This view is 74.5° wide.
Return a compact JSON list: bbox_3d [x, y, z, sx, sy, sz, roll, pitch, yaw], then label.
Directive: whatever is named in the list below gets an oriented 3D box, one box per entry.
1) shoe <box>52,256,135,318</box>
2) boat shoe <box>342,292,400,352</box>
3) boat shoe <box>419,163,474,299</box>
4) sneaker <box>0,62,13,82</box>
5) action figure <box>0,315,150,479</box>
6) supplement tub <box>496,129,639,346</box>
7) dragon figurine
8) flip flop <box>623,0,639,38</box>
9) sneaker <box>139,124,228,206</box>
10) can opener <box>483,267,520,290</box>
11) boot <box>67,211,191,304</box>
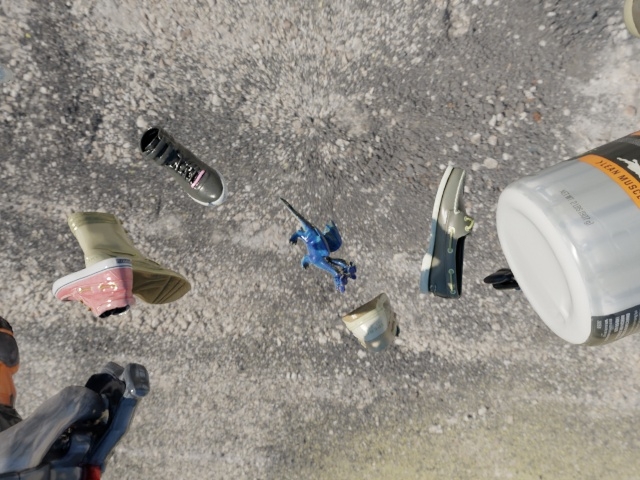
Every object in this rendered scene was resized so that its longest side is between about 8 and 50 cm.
[{"bbox_3d":[-0.371,0.091,0.686,0.178,0.064,0.081,-21,76,26],"label":"shoe"},{"bbox_3d":[0.118,0.180,0.908,0.109,0.302,0.098,-33,79,5],"label":"boat shoe"},{"bbox_3d":[0.299,-0.016,0.954,0.091,0.109,0.304,13,99,28],"label":"boat shoe"},{"bbox_3d":[-0.768,-0.333,0.846,0.241,0.091,0.126,12,105,-26],"label":"sneaker"},{"bbox_3d":[-0.333,0.218,0.373,0.330,0.179,0.341,30,91,29],"label":"action figure"},{"bbox_3d":[0.374,-0.029,0.440,0.317,0.193,0.193,-22,104,5],"label":"supplement tub"},{"bbox_3d":[0.000,0.000,1.121,0.144,0.085,0.288,-12,102,39],"label":"dragon figurine"},{"bbox_3d":[0.506,-0.376,0.591,0.277,0.080,0.112,-43,106,-9],"label":"flip flop"},{"bbox_3d":[-0.372,-0.196,1.108,0.296,0.147,0.104,41,94,26],"label":"sneaker"},{"bbox_3d":[0.492,0.092,1.014,0.073,0.186,0.059,-23,94,-38],"label":"can opener"},{"bbox_3d":[-0.429,0.040,0.959,0.095,0.262,0.203,-47,61,9],"label":"boot"}]
